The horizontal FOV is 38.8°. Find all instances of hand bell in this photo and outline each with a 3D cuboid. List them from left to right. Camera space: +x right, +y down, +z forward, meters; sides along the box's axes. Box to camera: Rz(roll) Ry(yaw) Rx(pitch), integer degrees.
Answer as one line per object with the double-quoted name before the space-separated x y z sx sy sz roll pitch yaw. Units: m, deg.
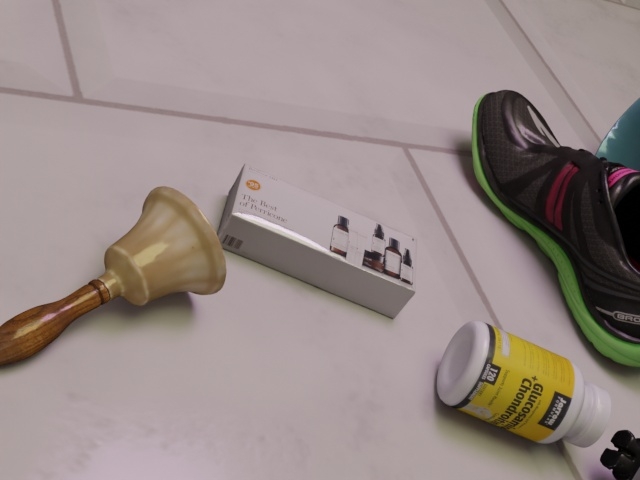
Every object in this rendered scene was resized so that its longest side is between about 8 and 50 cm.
"hand bell" -0.220 0.056 0.873 0.126 0.126 0.242 45 53 14

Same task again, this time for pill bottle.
"pill bottle" 0.234 0.170 1.040 0.184 0.103 0.103 24 40 -11

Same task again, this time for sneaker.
"sneaker" 0.391 -0.054 1.304 0.185 0.202 0.483 -5 52 -39

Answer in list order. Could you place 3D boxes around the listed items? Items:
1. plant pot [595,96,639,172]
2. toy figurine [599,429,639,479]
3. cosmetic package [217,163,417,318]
"plant pot" 0.636 -0.116 1.488 0.235 0.293 0.293 39 37 -14
"toy figurine" 0.418 0.282 0.968 0.148 0.213 0.210 37 34 -12
"cosmetic package" 0.000 0.000 1.092 0.239 0.060 0.099 23 39 -13
